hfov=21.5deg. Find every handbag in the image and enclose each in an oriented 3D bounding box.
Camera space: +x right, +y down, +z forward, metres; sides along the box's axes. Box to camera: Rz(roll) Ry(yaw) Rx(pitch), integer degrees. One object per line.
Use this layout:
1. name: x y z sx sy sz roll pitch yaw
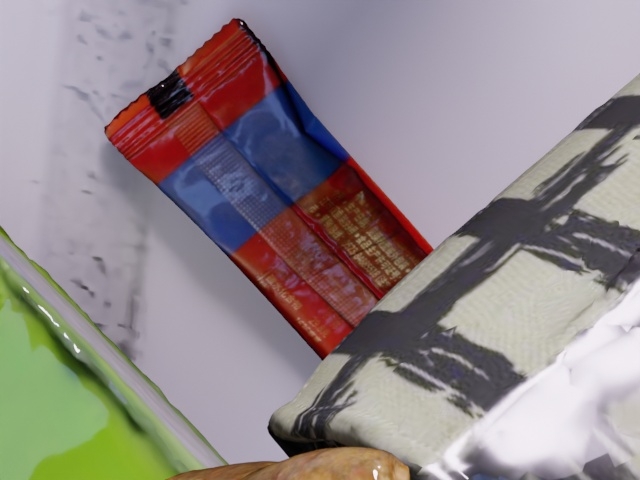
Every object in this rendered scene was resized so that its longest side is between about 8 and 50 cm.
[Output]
1. handbag: 0.199 0.082 0.620 0.325 0.162 0.327 -42 113 -16

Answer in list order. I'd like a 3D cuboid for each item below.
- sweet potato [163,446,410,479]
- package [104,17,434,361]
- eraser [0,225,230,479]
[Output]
1. sweet potato: -0.060 0.124 0.575 0.097 0.097 0.292 46 130 -15
2. package: 0.000 0.000 0.740 0.083 0.022 0.200 -37 105 19
3. eraser: -0.187 0.131 0.712 0.274 0.092 0.210 -41 94 7
